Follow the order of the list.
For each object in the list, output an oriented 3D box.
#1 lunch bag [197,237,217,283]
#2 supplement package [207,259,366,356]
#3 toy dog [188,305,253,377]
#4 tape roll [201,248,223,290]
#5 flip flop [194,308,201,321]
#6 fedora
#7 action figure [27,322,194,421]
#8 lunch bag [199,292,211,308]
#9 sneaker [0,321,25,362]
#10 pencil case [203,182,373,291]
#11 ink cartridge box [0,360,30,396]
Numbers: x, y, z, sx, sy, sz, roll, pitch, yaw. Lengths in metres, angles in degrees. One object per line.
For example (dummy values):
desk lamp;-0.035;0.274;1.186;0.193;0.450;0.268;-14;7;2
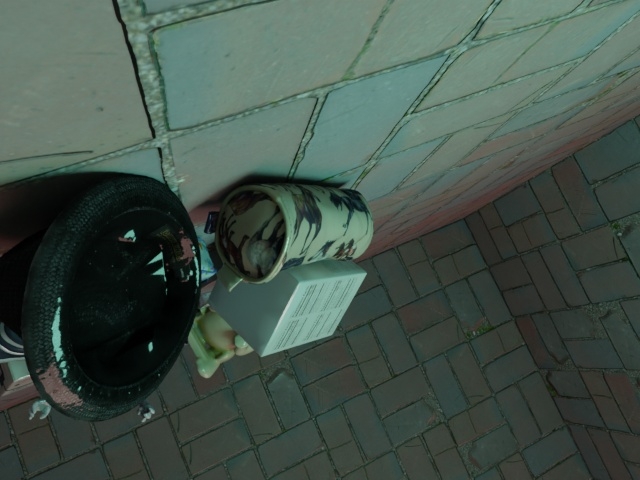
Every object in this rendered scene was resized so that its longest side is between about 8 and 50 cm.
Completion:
lunch bag;-0.310;0.056;0.957;0.176;0.090;0.219;-22;171;4
supplement package;-0.074;0.107;1.169;0.263;0.199;0.197;-3;125;-55
toy dog;-0.292;0.308;1.987;0.408;0.284;0.395;-28;171;18
tape roll;-0.221;0.062;1.301;0.219;0.072;0.219;-23;172;-3
flip flop;-0.477;0.267;1.724;0.112;0.079;0.277;-11;-176;-35
fedora;-0.290;0.064;0.651;0.153;0.333;0.334;5;179;14
action figure;-0.483;0.261;1.144;0.370;0.275;0.248;-37;138;18
lunch bag;-0.359;0.171;1.616;0.053;0.071;0.083;-17;169;-35
sneaker;-0.547;0.181;1.042;0.153;0.099;0.282;-25;169;21
pencil case;-0.034;-0.020;0.979;0.183;0.159;0.410;-44;165;23
ink cartridge box;-0.746;0.315;1.338;0.172;0.100;0.237;-16;168;-43
